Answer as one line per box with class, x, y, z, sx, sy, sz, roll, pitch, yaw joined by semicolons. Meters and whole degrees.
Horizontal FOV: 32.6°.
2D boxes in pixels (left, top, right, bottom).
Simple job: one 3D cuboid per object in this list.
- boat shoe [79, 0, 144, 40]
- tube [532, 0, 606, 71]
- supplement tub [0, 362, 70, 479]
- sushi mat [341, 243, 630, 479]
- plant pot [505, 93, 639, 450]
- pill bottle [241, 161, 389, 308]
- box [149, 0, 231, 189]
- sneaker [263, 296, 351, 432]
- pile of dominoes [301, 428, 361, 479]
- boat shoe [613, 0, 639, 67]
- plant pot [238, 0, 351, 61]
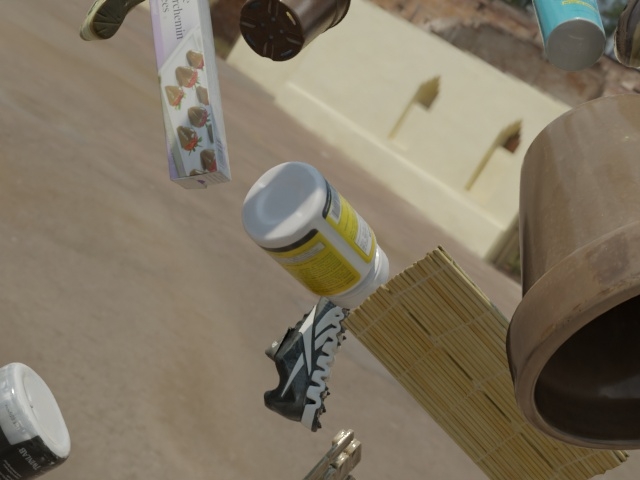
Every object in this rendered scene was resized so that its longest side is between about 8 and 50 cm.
boat shoe;-0.281;-0.337;1.526;0.048;0.153;0.056;0;-36;47
tube;0.228;-0.232;1.034;0.080;0.052;0.207;18;37;-10
supplement tub;-0.360;0.214;1.102;0.117;0.190;0.117;63;0;0
sushi mat;0.176;0.157;1.181;0.316;0.151;0.019;47;33;-7
plant pot;0.259;0.009;0.889;0.263;0.263;0.229;26;39;-38
pill bottle;0.000;0.000;1.412;0.119;0.119;0.208;39;-4;43
box;-0.166;-0.226;1.357;0.063;0.324;0.067;-9;-9;8
sneaker;-0.022;0.146;1.548;0.106;0.234;0.078;14;-18;7
pile of dominoes;-0.030;0.400;1.667;0.040;0.251;0.196;32;-33;26
boat shoe;0.397;-0.270;0.915;0.130;0.355;0.132;39;15;10
plant pot;-0.052;-0.407;1.922;0.167;0.167;0.165;32;45;0
